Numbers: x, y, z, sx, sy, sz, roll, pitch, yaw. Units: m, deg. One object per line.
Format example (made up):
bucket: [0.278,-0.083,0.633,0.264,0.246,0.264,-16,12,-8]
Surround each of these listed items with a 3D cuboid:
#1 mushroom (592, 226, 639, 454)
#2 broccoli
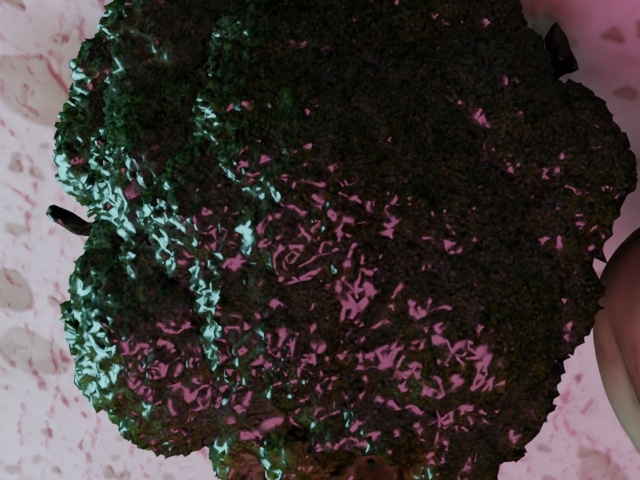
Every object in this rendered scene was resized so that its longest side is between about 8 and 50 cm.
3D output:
mushroom: [0.284,-0.023,0.910,0.314,0.314,0.336,-6,92,13]
broccoli: [0.000,0.000,0.956,0.304,0.321,0.283,17,157,10]
